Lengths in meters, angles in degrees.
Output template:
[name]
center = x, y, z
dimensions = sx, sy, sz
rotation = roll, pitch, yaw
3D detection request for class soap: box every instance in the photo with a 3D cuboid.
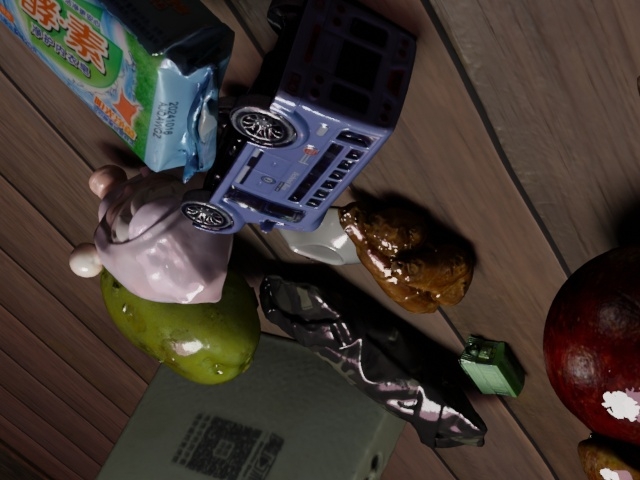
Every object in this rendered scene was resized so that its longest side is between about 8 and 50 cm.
[soap]
center = -0.179, -0.183, 1.030
dimensions = 0.293, 0.077, 0.156
rotation = 43, 149, 14

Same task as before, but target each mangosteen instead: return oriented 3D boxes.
[mangosteen]
center = 0.295, 0.126, 1.071
dimensions = 0.215, 0.257, 0.215
rotation = 1, 169, 0

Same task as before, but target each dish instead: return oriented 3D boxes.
[dish]
center = 0.000, 0.000, 1.375
dimensions = 0.137, 0.039, 0.091
rotation = 11, 151, 29

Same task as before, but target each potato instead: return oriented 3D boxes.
[potato]
center = -0.174, 0.078, 1.527
dimensions = 0.186, 0.148, 0.253
rotation = 20, -170, -40

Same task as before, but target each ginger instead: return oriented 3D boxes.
[ginger]
center = 0.090, 0.021, 1.286
dimensions = 0.162, 0.073, 0.103
rotation = 42, 151, -28

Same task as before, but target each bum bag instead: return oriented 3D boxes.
[bum bag]
center = 0.070, 0.145, 1.530
dimensions = 0.340, 0.095, 0.144
rotation = 40, 157, -7

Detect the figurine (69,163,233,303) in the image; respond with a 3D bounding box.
[figurine]
center = -0.174, -0.015, 1.357
dimensions = 0.133, 0.200, 0.276
rotation = 57, 174, -22

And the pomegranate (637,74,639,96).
[pomegranate]
center = 0.330, 0.006, 0.848
dimensions = 0.341, 0.285, 0.285
rotation = 57, 157, 9

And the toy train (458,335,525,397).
[toy train]
center = 0.200, 0.149, 1.474
dimensions = 0.056, 0.038, 0.093
rotation = 6, 148, 34

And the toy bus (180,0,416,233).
[toy bus]
center = -0.025, -0.094, 1.114
dimensions = 0.133, 0.125, 0.292
rotation = 22, 154, -11

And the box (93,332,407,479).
[box]
center = -0.102, 0.300, 1.675
dimensions = 0.373, 0.367, 0.090
rotation = 12, 150, 31
